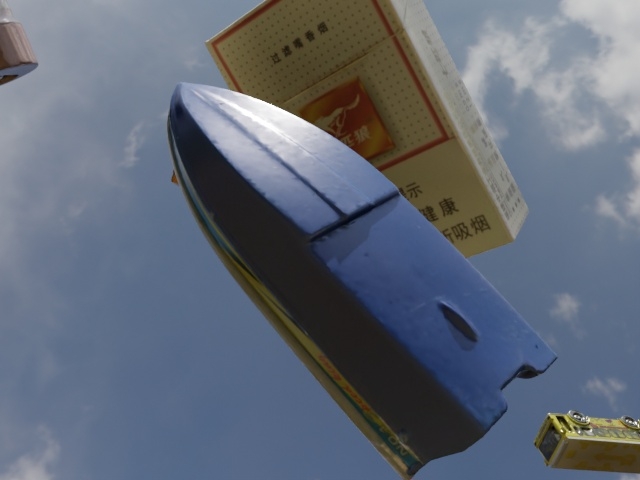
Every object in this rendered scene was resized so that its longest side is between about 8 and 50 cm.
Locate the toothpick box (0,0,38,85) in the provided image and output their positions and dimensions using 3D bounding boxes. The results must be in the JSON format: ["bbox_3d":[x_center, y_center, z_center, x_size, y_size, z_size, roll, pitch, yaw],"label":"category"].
[{"bbox_3d":[-0.302,-0.194,0.572,0.099,0.098,0.148,-18,-77,15],"label":"toothpick box"}]

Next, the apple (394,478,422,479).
[{"bbox_3d":[0.097,0.481,0.817,0.295,0.328,0.365,34,-79,-20],"label":"apple"}]

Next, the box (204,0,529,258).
[{"bbox_3d":[0.049,-0.121,0.770,0.210,0.095,0.330,-22,-79,34],"label":"box"}]

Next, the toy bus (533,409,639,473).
[{"bbox_3d":[0.472,0.339,1.202,0.226,0.074,0.081,10,-62,-16],"label":"toy bus"}]

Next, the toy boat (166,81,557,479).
[{"bbox_3d":[0.000,0.000,0.454,0.295,0.129,0.088,47,-44,15],"label":"toy boat"}]

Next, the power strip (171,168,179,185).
[{"bbox_3d":[-0.230,-0.112,1.352,0.028,0.178,0.049,22,-93,12],"label":"power strip"}]
